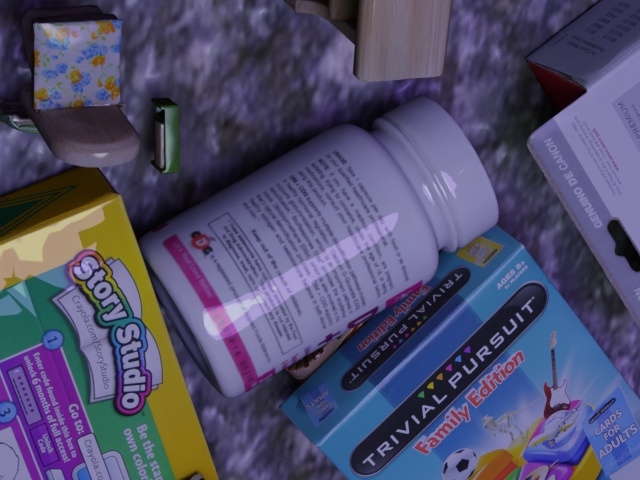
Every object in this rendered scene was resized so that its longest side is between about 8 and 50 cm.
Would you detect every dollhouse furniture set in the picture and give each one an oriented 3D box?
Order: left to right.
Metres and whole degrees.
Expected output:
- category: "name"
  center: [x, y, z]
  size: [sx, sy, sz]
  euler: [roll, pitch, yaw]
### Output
- category: "dollhouse furniture set"
  center: [-0.194, -0.086, 1.484]
  size: [0.152, 0.076, 0.058]
  euler: [-4, 107, -21]
- category: "dollhouse furniture set"
  center: [-0.132, -0.224, 1.268]
  size: [0.394, 0.256, 0.362]
  euler: [-6, 118, -21]

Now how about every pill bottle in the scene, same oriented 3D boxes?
- category: "pill bottle"
  center: [0.000, 0.000, 1.539]
  size: [0.283, 0.160, 0.160]
  euler: [-30, 115, -10]

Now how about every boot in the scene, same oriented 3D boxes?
- category: "boot"
  center: [0.040, 0.080, 1.645]
  size: [0.158, 0.059, 0.084]
  euler: [-44, 129, -4]

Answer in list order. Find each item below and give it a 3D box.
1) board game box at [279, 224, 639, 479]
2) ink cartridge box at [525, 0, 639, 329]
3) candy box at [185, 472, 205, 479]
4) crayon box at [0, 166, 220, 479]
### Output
- category: "board game box"
  center: [0.157, 0.177, 1.671]
  size: [0.254, 0.079, 0.336]
  euler: [-44, 127, -4]
- category: "ink cartridge box"
  center: [0.336, -0.077, 1.665]
  size: [0.272, 0.130, 0.309]
  euler: [-37, 116, -5]
- category: "candy box"
  center: [-0.149, 0.318, 1.521]
  size: [0.196, 0.070, 0.165]
  euler: [-27, 118, -12]
- category: "crayon box"
  center: [-0.268, 0.161, 1.516]
  size: [0.313, 0.106, 0.363]
  euler: [-23, 115, -15]
